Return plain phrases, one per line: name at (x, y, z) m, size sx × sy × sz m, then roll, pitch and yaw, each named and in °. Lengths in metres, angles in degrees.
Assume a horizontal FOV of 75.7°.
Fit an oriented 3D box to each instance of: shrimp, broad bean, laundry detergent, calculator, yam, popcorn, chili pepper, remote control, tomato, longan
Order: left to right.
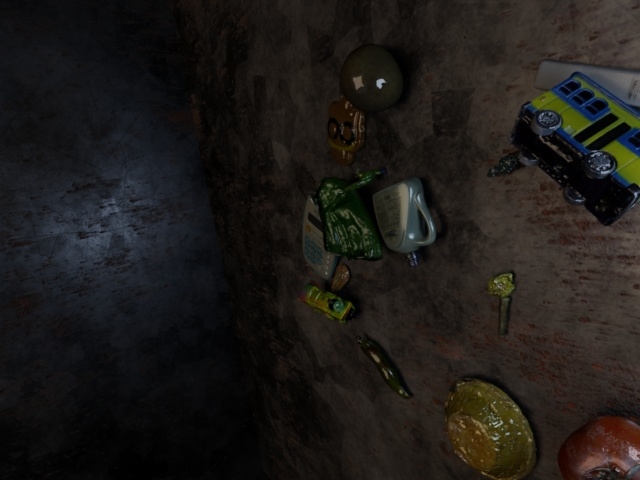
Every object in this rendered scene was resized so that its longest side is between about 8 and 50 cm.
calculator at (0.000, 0.000, 1.864) m, size 0.256 × 0.055 × 0.386 m, roll 41°, pitch 135°, yaw 39°
shrimp at (0.082, 0.178, 1.832) m, size 0.091 × 0.043 × 0.184 m, roll 57°, pitch 137°, yaw 37°
chili pepper at (0.108, -0.068, 1.568) m, size 0.213 × 0.168 × 0.384 m, roll -46°, pitch 56°, yaw 40°
longan at (0.157, -0.514, 1.308) m, size 0.196 × 0.197 × 0.220 m, roll -36°, pitch 69°, yaw 55°
broad bean at (0.251, 0.509, 1.694) m, size 0.339 × 0.061 × 0.077 m, roll 52°, pitch 147°, yaw 32°
laundry detergent at (0.289, -0.051, 1.376) m, size 0.215 × 0.105 × 0.280 m, roll -22°, pitch 83°, yaw 54°
popcorn at (0.510, 0.124, 1.169) m, size 0.068 × 0.060 × 0.083 m, roll 48°, pitch 130°, yaw 34°
yam at (0.531, 0.223, 1.204) m, size 0.033 × 0.027 × 0.129 m, roll 3°, pitch 108°, yaw 14°
remote control at (0.594, -0.343, 0.893) m, size 0.261 × 0.029 × 0.067 m, roll 37°, pitch 133°, yaw 45°
tomato at (0.691, 0.525, 0.953) m, size 0.232 × 0.189 × 0.231 m, roll 11°, pitch 108°, yaw 37°

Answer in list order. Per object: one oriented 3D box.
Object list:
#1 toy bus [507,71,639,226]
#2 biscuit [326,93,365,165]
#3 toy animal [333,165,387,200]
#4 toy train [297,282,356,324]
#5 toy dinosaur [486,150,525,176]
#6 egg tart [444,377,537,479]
toy bus at (0.557, -0.190, 0.851) m, size 0.287 × 0.175 × 0.138 m, roll 55°, pitch 173°, yaw 26°
biscuit at (0.092, -0.427, 1.571) m, size 0.208 × 0.041 × 0.290 m, roll 33°, pitch 129°, yaw 44°
toy animal at (0.131, -0.217, 1.494) m, size 0.041 × 0.217 × 0.075 m, roll 60°, pitch -175°, yaw -49°
toy train at (0.030, 0.283, 1.835) m, size 0.160 × 0.100 × 0.296 m, roll 41°, pitch 162°, yaw -32°
toy dinosaur at (0.494, -0.203, 1.065) m, size 0.154 × 0.055 × 0.049 m, roll -40°, pitch 66°, yaw 56°
egg tart at (0.506, 0.609, 1.304) m, size 0.341 × 0.132 × 0.341 m, roll 24°, pitch 120°, yaw 50°
